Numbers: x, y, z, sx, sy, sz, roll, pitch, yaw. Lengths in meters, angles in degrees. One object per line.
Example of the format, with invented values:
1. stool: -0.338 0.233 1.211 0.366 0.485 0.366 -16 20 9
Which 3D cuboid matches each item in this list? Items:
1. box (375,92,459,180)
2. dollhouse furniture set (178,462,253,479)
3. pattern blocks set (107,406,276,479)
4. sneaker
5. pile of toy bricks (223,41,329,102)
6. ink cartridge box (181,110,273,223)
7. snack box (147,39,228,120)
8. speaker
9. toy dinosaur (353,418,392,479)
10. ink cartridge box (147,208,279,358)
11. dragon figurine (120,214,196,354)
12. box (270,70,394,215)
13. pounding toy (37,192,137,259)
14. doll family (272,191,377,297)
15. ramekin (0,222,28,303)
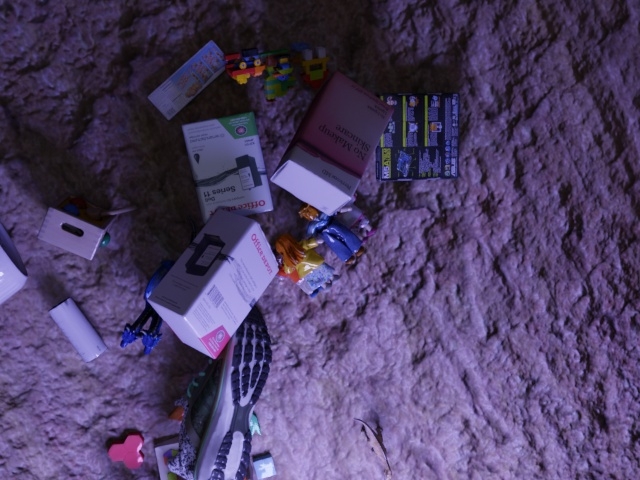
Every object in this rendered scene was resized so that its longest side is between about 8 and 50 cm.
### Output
1. box: 0.213 -0.227 1.427 0.184 0.045 0.191 -3 99 -7
2. dollhouse furniture set: -0.250 0.628 1.395 0.261 0.135 0.259 -14 105 -7
3. pattern blocks set: -0.275 0.497 1.451 0.324 0.026 0.286 -25 101 -6
4. sneaker: -0.231 0.320 1.364 0.181 0.158 0.411 5 72 26
5. pile of toy bricks: -0.095 -0.337 1.340 0.212 0.118 0.105 -17 122 -24
6. ink cartridge box: -0.191 -0.150 1.347 0.152 0.087 0.209 -13 100 -7
7. snack box: -0.269 -0.331 1.343 0.178 0.022 0.064 -42 101 -2
8. speaker: -0.507 0.186 1.356 0.055 0.055 0.136 -33 101 -4
9. toy dinosaur: 0.126 0.456 1.478 0.053 0.092 0.183 -27 101 -5
10. ink cartridge box: -0.202 0.083 1.283 0.100 0.172 0.237 20 61 28
11. dragon figurine: -0.310 0.096 1.331 0.085 0.144 0.289 30 92 -12
12. box: 0.025 -0.195 1.316 0.148 0.127 0.232 30 68 -12
13. pounding toy: -0.464 -0.039 1.306 0.141 0.130 0.100 24 105 -12
14. doll family: 0.000 0.000 1.382 0.163 0.118 0.263 43 89 -12
15. ramekin: -0.660 0.009 1.210 0.127 0.273 0.273 -31 102 -16
